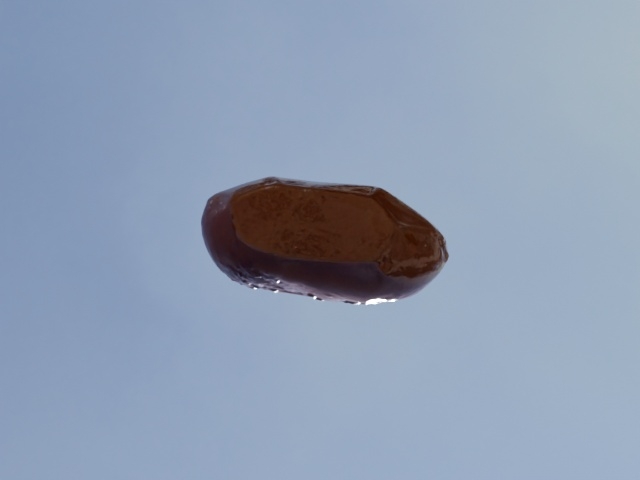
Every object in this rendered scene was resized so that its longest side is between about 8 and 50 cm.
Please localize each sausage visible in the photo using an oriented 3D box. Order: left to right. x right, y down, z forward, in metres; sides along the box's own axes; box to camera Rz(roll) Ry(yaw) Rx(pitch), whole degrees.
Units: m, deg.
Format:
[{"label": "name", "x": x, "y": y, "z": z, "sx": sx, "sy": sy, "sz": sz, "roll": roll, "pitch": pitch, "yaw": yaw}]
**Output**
[{"label": "sausage", "x": 0.000, "y": 0.000, "z": 1.124, "sx": 0.179, "sy": 0.089, "sz": 0.089, "roll": 4, "pitch": -161, "yaw": 13}]
